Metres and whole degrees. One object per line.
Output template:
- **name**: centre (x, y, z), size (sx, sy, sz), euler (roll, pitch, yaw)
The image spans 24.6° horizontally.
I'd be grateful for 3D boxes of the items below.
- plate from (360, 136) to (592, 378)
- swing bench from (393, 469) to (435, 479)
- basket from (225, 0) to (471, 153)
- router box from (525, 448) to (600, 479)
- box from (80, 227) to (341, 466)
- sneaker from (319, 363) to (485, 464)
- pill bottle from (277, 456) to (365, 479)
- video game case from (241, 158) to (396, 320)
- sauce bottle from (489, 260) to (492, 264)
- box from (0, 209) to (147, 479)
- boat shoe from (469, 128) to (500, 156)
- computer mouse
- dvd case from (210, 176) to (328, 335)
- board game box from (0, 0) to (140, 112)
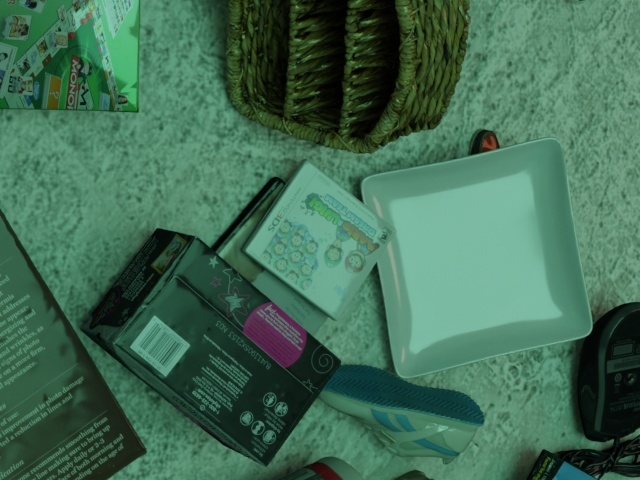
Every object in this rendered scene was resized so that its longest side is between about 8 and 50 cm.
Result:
- **plate**: centre (0.206, 0.021, 1.949), size (0.278, 0.045, 0.277), euler (-13, 99, -7)
- **swing bench**: centre (0.171, 0.456, 1.881), size (0.165, 0.253, 0.255), euler (-31, 106, -22)
- **basket**: centre (0.030, -0.248, 1.722), size (0.223, 0.213, 0.299), euler (-18, 134, -26)
- **router box**: centre (0.323, 0.397, 2.022), size (0.133, 0.046, 0.179), euler (28, 89, 9)
- **box**: centre (-0.132, 0.126, 1.739), size (0.247, 0.142, 0.163), euler (42, 77, -22)
- **sneaker**: centre (0.096, 0.231, 1.917), size (0.228, 0.087, 0.092), euler (19, 119, -14)
- **pill bottle**: centre (-0.081, 0.406, 1.790), size (0.318, 0.176, 0.176), euler (-24, 104, -24)
- **video game case**: centre (0.000, 0.000, 1.858), size (0.157, 0.019, 0.143), euler (38, 78, -20)
- **sauce bottle**: centre (0.271, 0.005, 2.018), size (0.128, 0.042, 0.042), euler (-27, 106, -22)
- **box**: centre (-0.380, 0.128, 1.638), size (0.191, 0.143, 0.381), euler (-34, 110, -21)
- **boat shoe**: centre (0.232, -0.083, 1.991), size (0.049, 0.043, 0.137), euler (-4, 94, -25)
- **computer mouse**: centre (0.411, 0.210, 2.096), size (0.188, 0.072, 0.272), euler (-1, 107, -29)
- **dvd case**: centre (-0.077, 0.070, 1.854), size (0.180, 0.022, 0.253), euler (47, 74, -22)
- **board game box**: centre (-0.306, -0.304, 1.638), size (0.213, 0.046, 0.317), euler (1, 102, -11)
